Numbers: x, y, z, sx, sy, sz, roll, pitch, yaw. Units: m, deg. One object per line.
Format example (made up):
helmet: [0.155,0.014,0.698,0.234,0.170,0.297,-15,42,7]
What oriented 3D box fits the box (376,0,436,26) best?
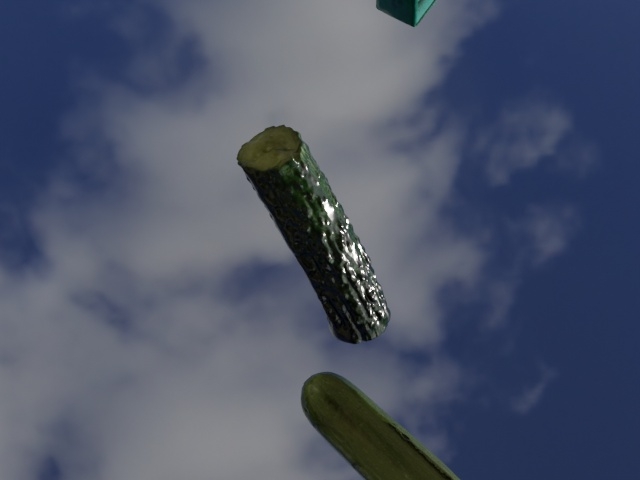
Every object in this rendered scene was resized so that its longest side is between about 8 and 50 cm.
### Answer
box: [0.096,-0.269,0.980,0.042,0.226,0.161,31,-116,16]

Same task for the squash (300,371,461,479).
squash: [0.070,0.225,1.536,0.239,0.069,0.069,41,-114,18]

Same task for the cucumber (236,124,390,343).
cucumber: [0.000,0.001,1.118,0.058,0.187,0.058,-20,-146,14]
